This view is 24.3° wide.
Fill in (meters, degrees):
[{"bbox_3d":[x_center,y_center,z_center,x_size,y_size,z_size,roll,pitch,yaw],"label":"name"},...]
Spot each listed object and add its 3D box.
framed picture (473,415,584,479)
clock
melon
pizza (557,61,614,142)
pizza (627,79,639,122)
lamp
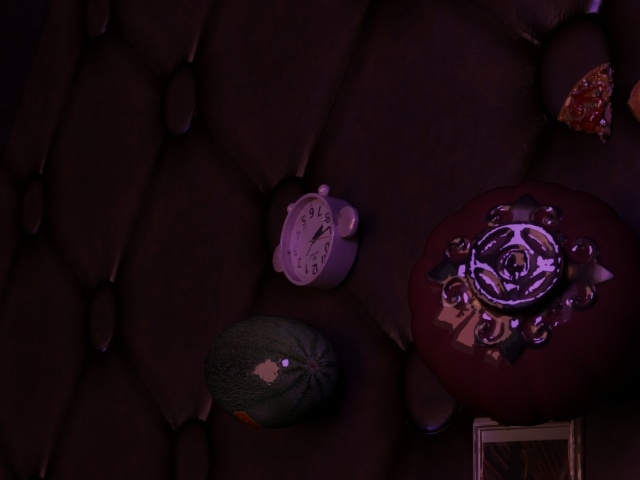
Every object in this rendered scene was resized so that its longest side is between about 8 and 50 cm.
[{"bbox_3d":[0.268,0.364,1.949,0.216,0.016,0.273,-15,71,54],"label":"framed picture"},{"bbox_3d":[0.000,0.000,2.391,0.229,0.063,0.155,-30,56,47],"label":"clock"},{"bbox_3d":[-0.083,0.208,2.361,0.288,0.182,0.182,0,83,56],"label":"melon"},{"bbox_3d":[0.351,-0.187,1.932,0.100,0.029,0.099,35,111,53],"label":"pizza"},{"bbox_3d":[0.452,-0.203,1.758,0.201,0.053,0.193,-130,54,-62],"label":"pizza"},{"bbox_3d":[0.256,0.075,1.803,0.303,0.257,0.303,-8,64,16],"label":"lamp"}]
